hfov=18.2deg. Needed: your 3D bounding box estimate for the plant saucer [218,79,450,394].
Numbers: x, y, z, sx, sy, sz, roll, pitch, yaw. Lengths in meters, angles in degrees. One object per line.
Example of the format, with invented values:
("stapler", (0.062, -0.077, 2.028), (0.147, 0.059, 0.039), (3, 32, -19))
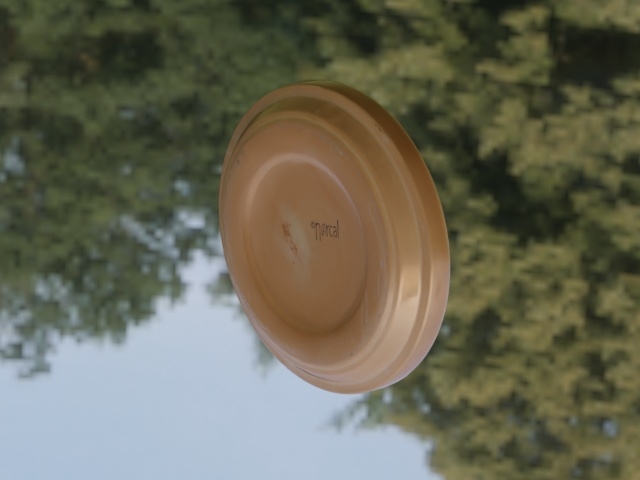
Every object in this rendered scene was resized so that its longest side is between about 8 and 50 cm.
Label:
("plant saucer", (0.000, 0.000, 0.522), (0.013, 0.083, 0.083), (-16, -152, -41))
